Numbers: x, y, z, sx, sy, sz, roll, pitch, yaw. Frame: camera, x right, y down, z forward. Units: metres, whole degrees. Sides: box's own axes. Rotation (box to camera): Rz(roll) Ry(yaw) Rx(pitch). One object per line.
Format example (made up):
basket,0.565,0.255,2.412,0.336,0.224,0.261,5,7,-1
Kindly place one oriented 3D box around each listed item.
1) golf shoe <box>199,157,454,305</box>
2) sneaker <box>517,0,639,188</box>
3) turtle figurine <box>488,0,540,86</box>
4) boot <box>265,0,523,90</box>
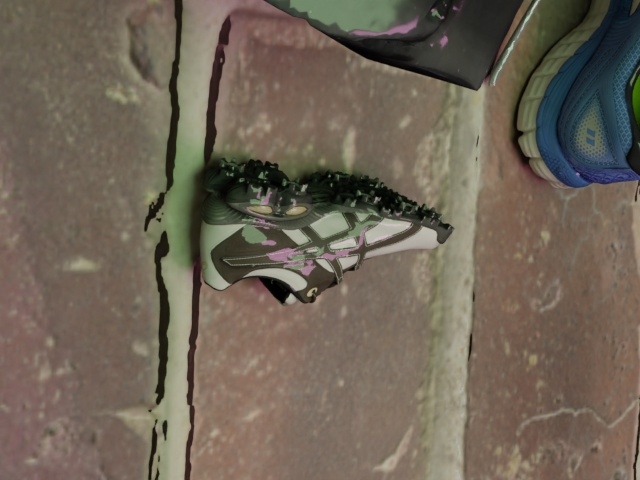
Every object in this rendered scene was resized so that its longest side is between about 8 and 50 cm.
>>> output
golf shoe,0.000,0.000,1.048,0.198,0.077,0.094,7,106,-31
sneaker,0.288,-0.181,1.171,0.130,0.147,0.330,32,80,-37
turtle figurine,0.163,-0.308,1.081,0.198,0.274,0.266,33,57,-14
boot,0.047,-0.334,0.806,0.367,0.146,0.445,22,108,-32
